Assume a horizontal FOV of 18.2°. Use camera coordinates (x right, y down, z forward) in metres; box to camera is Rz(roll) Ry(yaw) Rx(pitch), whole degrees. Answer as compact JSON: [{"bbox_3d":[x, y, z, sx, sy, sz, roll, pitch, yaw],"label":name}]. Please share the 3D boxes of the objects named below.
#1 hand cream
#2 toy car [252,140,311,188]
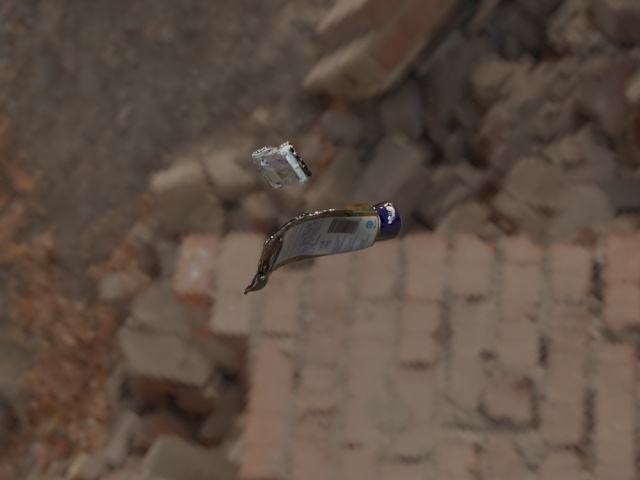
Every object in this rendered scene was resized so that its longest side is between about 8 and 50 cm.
[{"bbox_3d":[0.000,0.000,1.659,0.039,0.163,0.062,50,134,24],"label":"hand cream"},{"bbox_3d":[-0.039,-0.067,1.845,0.025,0.041,0.093,-38,12,-22],"label":"toy car"}]
